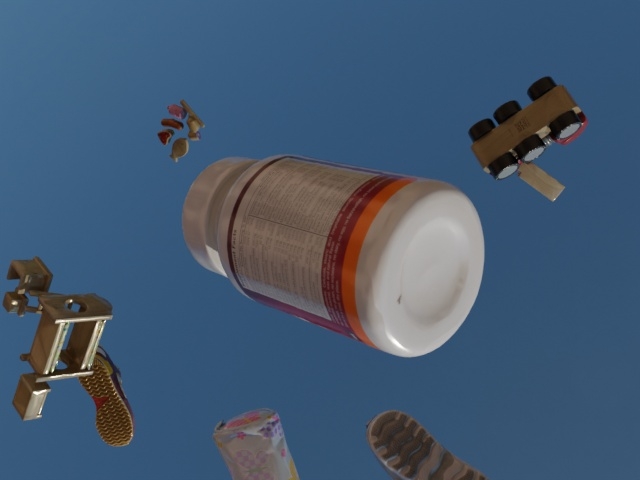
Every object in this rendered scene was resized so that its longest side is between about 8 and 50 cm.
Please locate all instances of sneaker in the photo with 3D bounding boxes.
[{"bbox_3d":[-0.369,0.272,1.424,0.070,0.185,0.084,-13,-162,3],"label":"sneaker"},{"bbox_3d":[0.174,0.353,1.187,0.105,0.281,0.115,-40,-179,-11],"label":"sneaker"}]

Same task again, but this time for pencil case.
[{"bbox_3d":[-0.097,0.435,1.424,0.124,0.113,0.273,-17,-89,14],"label":"pencil case"}]

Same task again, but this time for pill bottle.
[{"bbox_3d":[0.000,0.000,0.601,0.221,0.121,0.121,16,-111,45],"label":"pill bottle"}]

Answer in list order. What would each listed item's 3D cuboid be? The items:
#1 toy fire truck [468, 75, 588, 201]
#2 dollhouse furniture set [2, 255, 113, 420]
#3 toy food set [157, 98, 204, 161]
[{"bbox_3d":[0.456,-0.192,1.665,0.217,0.246,0.158,-35,-112,21],"label":"toy fire truck"},{"bbox_3d":[-0.410,0.142,1.214,0.161,0.101,0.181,41,-64,35],"label":"dollhouse furniture set"},{"bbox_3d":[-0.235,-0.189,1.348,0.122,0.078,0.019,-32,-169,48],"label":"toy food set"}]
